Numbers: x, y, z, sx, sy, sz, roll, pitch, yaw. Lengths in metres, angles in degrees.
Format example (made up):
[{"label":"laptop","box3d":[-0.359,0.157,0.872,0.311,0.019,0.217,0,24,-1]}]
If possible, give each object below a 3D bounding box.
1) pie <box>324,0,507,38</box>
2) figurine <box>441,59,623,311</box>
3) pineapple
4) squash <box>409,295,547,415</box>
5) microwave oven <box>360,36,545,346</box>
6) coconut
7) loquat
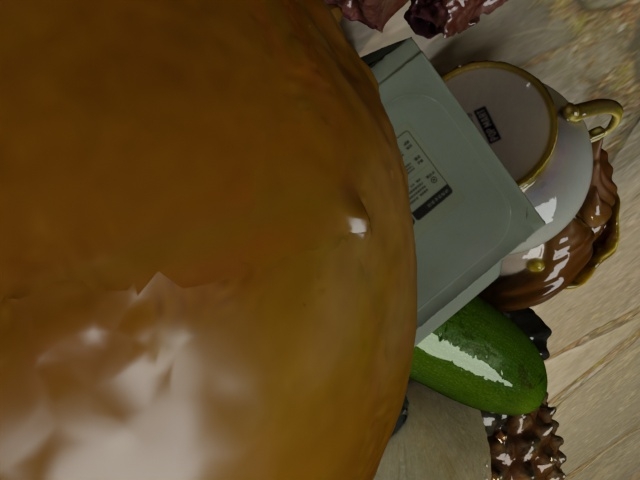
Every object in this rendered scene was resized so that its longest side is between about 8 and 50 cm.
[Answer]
[{"label":"pie","box3d":[0.087,-0.196,0.841,0.219,0.054,0.204,-18,148,-47]},{"label":"figurine","box3d":[0.145,-0.034,1.116,0.189,0.142,0.263,-20,156,9]},{"label":"pineapple","box3d":[0.137,0.156,1.408,0.223,0.223,0.357,-31,143,-26]},{"label":"squash","box3d":[0.064,0.059,1.098,0.292,0.082,0.082,26,114,-30]},{"label":"microwave oven","box3d":[0.000,0.000,0.893,0.208,0.162,0.122,-38,-170,-11]},{"label":"coconut","box3d":[0.016,0.185,1.197,0.239,0.239,0.244,-29,155,-31]},{"label":"loquat","box3d":[-0.130,0.013,0.503,0.328,0.328,0.328,-35,157,-17]}]
